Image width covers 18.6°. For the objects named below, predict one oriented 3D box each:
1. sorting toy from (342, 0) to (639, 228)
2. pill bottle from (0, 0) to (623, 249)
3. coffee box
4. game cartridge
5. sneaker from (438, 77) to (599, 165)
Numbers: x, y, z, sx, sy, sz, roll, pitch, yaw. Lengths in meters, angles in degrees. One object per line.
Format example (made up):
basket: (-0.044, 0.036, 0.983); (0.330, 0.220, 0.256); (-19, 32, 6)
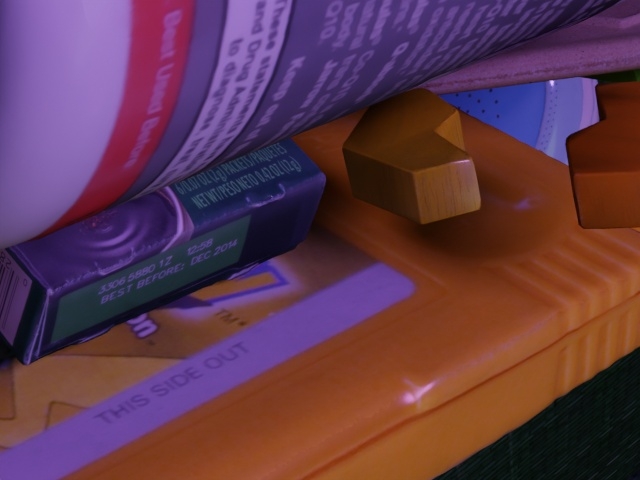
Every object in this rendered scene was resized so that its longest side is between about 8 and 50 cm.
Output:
sorting toy: (0.077, -0.077, 0.712); (0.307, 0.229, 0.041); (-60, 143, -54)
pill bottle: (0.001, -0.145, 0.581); (0.363, 0.210, 0.210); (-23, 153, -38)
coffee box: (-0.099, -0.052, 0.632); (0.113, 0.184, 0.040); (-23, 149, -36)
game cartridge: (-0.083, 0.013, 0.665); (0.324, 0.285, 0.052); (-28, 132, -33)
sneaker: (0.000, 0.000, 0.985); (0.319, 0.127, 0.208); (-46, 160, 10)
